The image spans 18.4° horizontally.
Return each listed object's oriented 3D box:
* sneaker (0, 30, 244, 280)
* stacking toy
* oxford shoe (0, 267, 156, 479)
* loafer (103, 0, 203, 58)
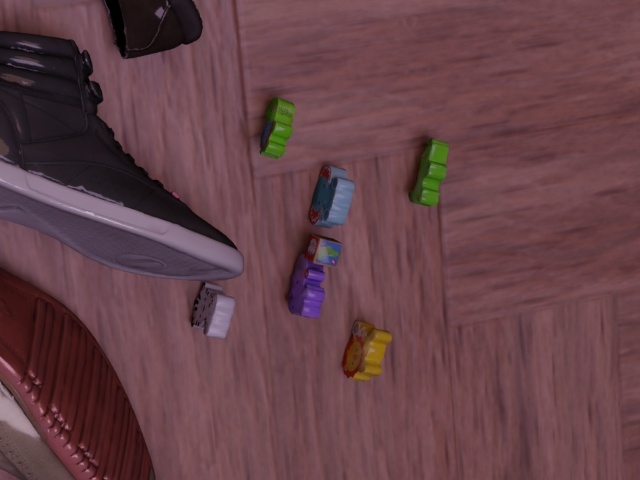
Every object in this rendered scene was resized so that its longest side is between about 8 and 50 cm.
[{"bbox_3d":[-0.172,-0.070,1.552,0.296,0.104,0.146,23,65,-30],"label":"sneaker"},{"bbox_3d":[0.000,0.000,1.679,0.167,0.052,0.221,15,96,-24],"label":"stacking toy"},{"bbox_3d":[-0.277,0.108,1.582,0.147,0.140,0.397,-28,117,18],"label":"oxford shoe"},{"bbox_3d":[-0.172,-0.231,1.536,0.078,0.080,0.220,-35,113,-9],"label":"loafer"}]
